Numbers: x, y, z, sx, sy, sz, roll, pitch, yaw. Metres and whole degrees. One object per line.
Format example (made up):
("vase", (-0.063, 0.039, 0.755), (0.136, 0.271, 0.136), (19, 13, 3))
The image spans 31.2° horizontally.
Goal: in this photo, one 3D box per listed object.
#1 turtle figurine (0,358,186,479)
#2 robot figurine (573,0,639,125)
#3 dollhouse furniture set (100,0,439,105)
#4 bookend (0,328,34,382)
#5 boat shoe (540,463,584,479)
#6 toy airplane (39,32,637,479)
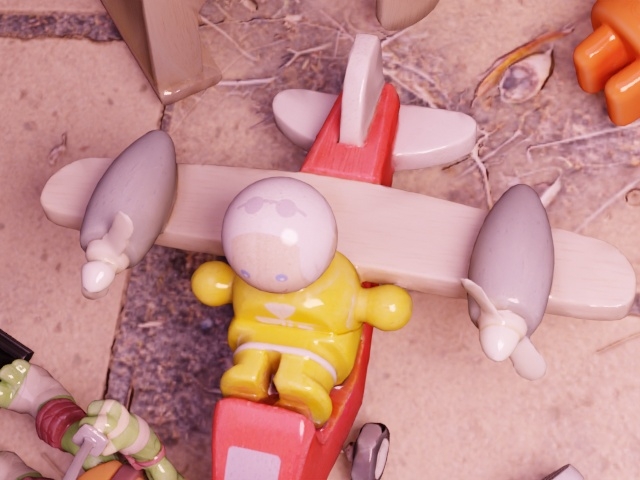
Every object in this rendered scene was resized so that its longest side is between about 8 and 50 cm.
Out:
("turtle figurine", (-0.224, 0.216, 0.957), (0.266, 0.198, 0.274), (24, 39, 39))
("robot figurine", (0.321, -0.191, 0.972), (0.219, 0.128, 0.158), (-38, 27, 3))
("dollhouse furniture set", (-0.023, -0.337, 1.111), (0.394, 0.256, 0.362), (-26, 67, -15))
("bookend", (-0.371, 0.141, 1.066), (0.072, 0.157, 0.156), (29, 84, 22))
("boat shoe", (0.141, 0.277, 0.920), (0.226, 0.083, 0.076), (-46, 78, 12))
("toy airplane", (0.000, 0.000, 0.930), (0.386, 0.272, 0.384), (-33, 69, 1))
